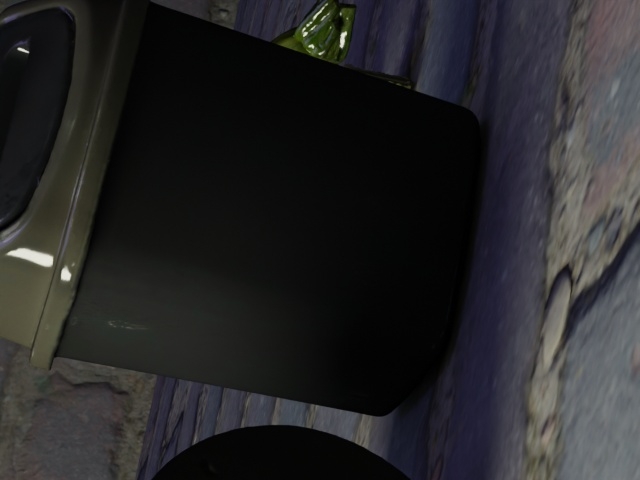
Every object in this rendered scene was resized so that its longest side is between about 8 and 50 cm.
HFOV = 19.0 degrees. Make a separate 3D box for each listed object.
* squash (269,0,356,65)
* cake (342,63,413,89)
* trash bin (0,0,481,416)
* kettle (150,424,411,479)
[{"bbox_3d":[-0.053,-0.056,1.483,0.094,0.094,0.341,-86,15,-54],"label":"squash"},{"bbox_3d":[0.041,-0.062,1.417,0.051,0.055,0.140,-101,10,-70],"label":"cake"},{"bbox_3d":[-0.066,-0.019,1.112,0.182,0.290,0.209,119,163,-61],"label":"trash bin"},{"bbox_3d":[-0.045,0.241,0.925,0.236,0.161,0.221,114,173,-49],"label":"kettle"}]
